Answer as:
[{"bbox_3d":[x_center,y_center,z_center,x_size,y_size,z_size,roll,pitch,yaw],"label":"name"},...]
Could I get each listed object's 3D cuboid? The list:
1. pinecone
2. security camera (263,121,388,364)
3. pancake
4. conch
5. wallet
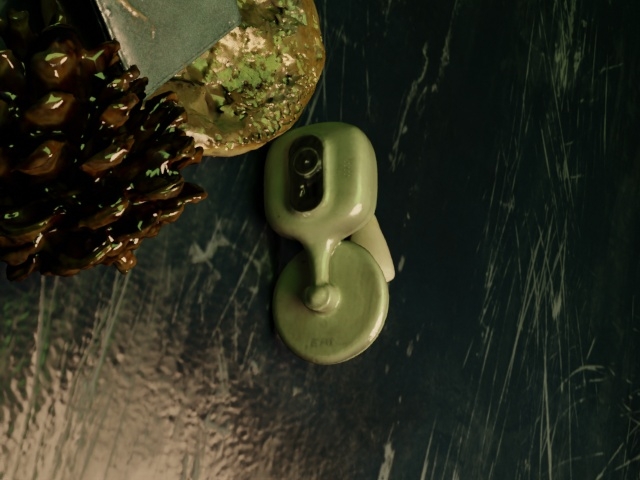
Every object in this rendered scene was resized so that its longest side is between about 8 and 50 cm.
[{"bbox_3d":[-0.249,-0.080,0.852,0.257,0.243,0.243,42,54,-11],"label":"pinecone"},{"bbox_3d":[0.000,0.000,1.099,0.080,0.157,0.301,28,57,-61],"label":"security camera"},{"bbox_3d":[-0.157,-0.277,1.070,0.387,0.082,0.387,8,77,-36],"label":"pancake"},{"bbox_3d":[0.045,0.003,1.187,0.104,0.094,0.176,1,73,-7],"label":"conch"},{"bbox_3d":[-0.187,-0.339,0.870,0.190,0.046,0.379,-46,141,-31],"label":"wallet"}]
